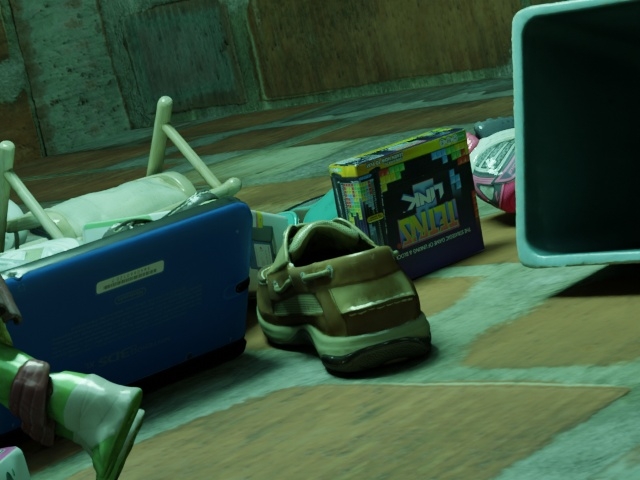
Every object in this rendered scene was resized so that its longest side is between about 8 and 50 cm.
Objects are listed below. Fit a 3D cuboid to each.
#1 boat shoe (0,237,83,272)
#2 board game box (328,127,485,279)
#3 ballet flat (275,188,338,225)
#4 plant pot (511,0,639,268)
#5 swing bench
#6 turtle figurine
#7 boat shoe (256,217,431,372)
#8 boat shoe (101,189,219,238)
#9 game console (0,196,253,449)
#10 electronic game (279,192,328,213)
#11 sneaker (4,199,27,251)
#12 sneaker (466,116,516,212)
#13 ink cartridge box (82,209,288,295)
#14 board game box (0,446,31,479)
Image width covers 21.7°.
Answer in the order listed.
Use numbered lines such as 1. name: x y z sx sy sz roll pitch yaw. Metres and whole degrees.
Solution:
1. boat shoe: -0.380 0.072 1.819 0.320 0.118 0.103 -13 2 34
2. board game box: 0.095 -0.034 1.800 0.170 0.141 0.048 -21 15 -38
3. ballet flat: 0.000 0.000 1.900 0.087 0.083 0.247 26 -33 -28
4. plant pot: 0.356 -0.100 1.582 0.248 0.247 0.252 -4 -3 43
5. swing bench: -0.271 -0.009 1.989 0.253 0.165 0.254 -23 -24 -41
6. turtle figurine: -0.277 0.130 1.208 0.266 0.197 0.274 23 40 2
7. boat shoe: 0.015 0.036 1.571 0.123 0.119 0.324 -16 10 -18
8. boat shoe: -0.186 0.014 1.647 0.223 0.073 0.080 -41 -18 26
9. game console: -0.229 0.074 1.561 0.293 0.250 0.173 -21 39 -37
10. electronic game: 0.029 -0.017 2.060 0.229 0.048 0.229 -13 17 4
11. sneaker: -0.554 -0.035 2.676 0.366 0.135 0.150 -1 18 47
12. sneaker: 0.306 -0.093 2.019 0.299 0.120 0.112 -16 39 -25
13. ink cartridge box: -0.137 0.020 1.794 0.154 0.093 0.212 -8 -7 20
14. board game box: -0.323 0.228 0.998 0.224 0.097 0.303 -11 11 15
